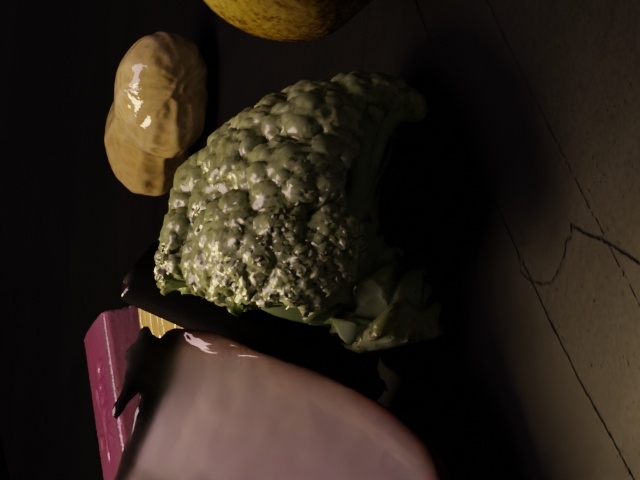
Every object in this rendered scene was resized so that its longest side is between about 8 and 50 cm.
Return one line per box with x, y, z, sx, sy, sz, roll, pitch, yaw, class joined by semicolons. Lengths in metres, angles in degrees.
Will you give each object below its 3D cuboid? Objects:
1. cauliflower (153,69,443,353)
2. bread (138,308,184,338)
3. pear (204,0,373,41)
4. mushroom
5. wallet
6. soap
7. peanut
0.000;0.000;1.615;0.250;0.275;0.272;51;142;-5;cauliflower
-0.132;0.103;2.196;0.236;0.106;0.140;-175;80;-72;bread
-0.021;-0.253;1.584;0.197;0.197;0.197;174;90;-72;pear
0.011;0.261;1.686;0.397;0.313;0.224;57;-131;-60;mushroom
-0.054;0.075;1.728;0.149;0.250;0.044;-76;9;-77;wallet
-0.263;0.232;2.692;0.181;0.081;0.259;137;125;-68;soap
-0.191;-0.140;2.304;0.125;0.111;0.274;59;158;20;peanut
